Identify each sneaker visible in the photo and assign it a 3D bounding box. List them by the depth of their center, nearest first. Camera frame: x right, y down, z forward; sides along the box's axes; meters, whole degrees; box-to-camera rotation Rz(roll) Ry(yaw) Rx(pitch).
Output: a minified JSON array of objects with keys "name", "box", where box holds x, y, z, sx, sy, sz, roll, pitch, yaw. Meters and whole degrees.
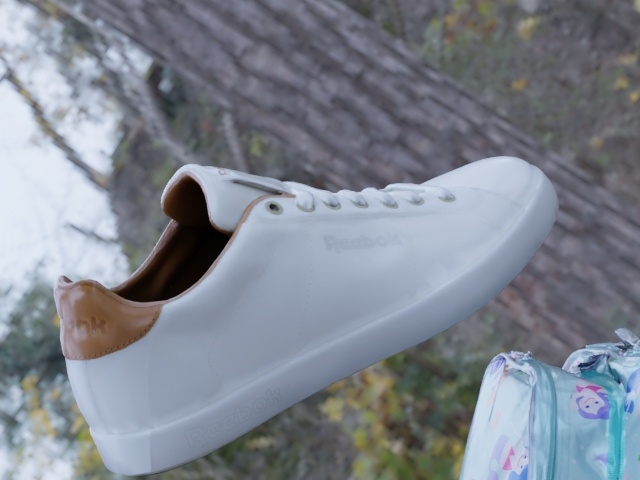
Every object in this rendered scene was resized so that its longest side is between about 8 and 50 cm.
[{"name":"sneaker","box":[0.000,0.000,0.824,0.290,0.123,0.106,-29,16,-28]}]

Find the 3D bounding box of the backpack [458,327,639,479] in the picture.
[{"name":"backpack","box":[0.172,0.163,0.869,0.253,0.191,0.225,-179,100,-77]}]
